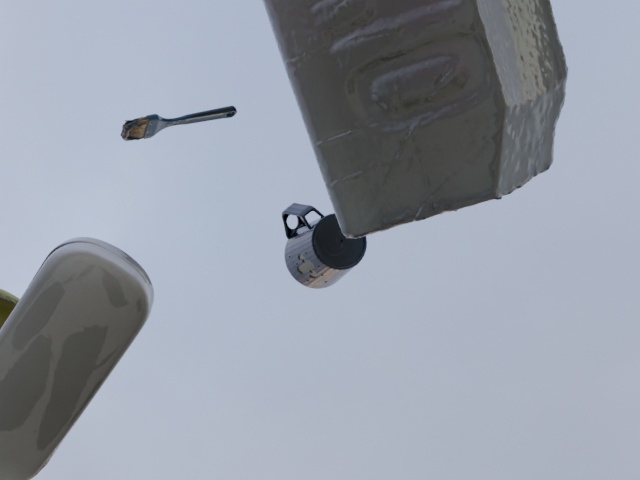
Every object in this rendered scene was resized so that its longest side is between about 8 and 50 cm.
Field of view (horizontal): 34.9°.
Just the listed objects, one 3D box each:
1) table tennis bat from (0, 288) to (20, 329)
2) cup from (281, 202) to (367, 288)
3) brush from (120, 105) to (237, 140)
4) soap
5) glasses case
[{"bbox_3d":[-0.493,0.096,1.380,0.224,0.054,0.368,-6,-55,0],"label":"table tennis bat"},{"bbox_3d":[0.000,0.000,1.936,0.131,0.176,0.155,-42,5,-21],"label":"cup"},{"bbox_3d":[-0.189,-0.161,1.372,0.164,0.014,0.051,-15,-16,-23],"label":"brush"},{"bbox_3d":[0.136,-0.254,1.405,0.350,0.435,0.213,-12,9,34],"label":"soap"},{"bbox_3d":[-0.214,0.098,0.794,0.092,0.059,0.233,32,-68,-9],"label":"glasses case"}]
